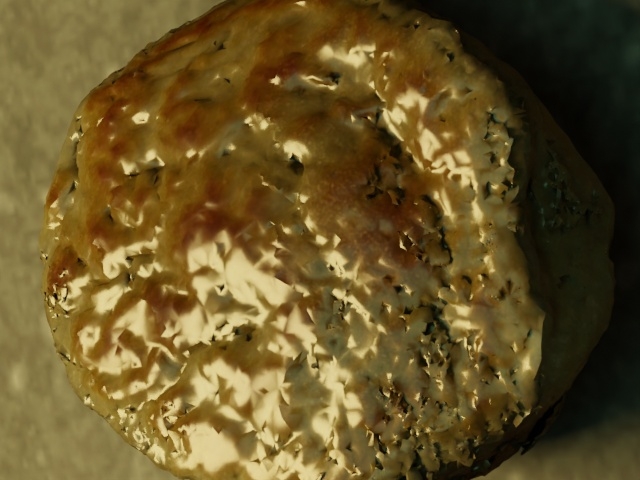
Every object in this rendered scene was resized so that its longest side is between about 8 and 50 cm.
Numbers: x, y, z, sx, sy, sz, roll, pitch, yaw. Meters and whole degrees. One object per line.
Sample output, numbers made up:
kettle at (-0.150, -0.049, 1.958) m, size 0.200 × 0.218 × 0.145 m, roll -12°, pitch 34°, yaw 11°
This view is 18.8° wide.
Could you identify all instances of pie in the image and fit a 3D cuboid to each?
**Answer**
pie at (0.000, 0.000, 0.575) m, size 0.193 × 0.079 × 0.163 m, roll 26°, pitch 108°, yaw 33°
